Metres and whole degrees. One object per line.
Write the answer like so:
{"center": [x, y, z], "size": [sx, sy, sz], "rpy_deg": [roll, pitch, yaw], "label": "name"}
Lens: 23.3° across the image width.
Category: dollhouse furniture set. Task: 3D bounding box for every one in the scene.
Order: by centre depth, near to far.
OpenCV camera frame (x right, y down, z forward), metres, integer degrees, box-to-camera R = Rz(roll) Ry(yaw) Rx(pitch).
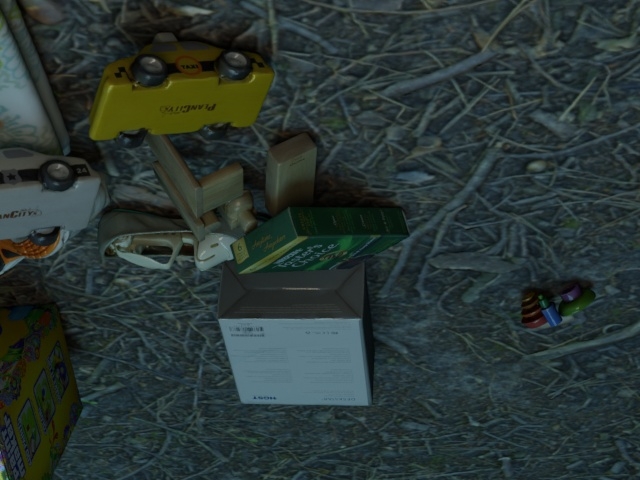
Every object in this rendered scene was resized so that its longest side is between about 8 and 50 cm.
{"center": [-0.101, -0.092, 1.724], "size": [0.151, 0.123, 0.144], "rpy_deg": [-26, 153, -18], "label": "dollhouse furniture set"}

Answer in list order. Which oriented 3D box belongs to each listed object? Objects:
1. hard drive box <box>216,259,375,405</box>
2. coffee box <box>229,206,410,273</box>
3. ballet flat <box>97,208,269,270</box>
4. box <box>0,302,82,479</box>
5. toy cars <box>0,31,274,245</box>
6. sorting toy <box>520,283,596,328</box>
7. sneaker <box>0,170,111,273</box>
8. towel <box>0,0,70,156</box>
{"center": [-0.027, 0.122, 1.991], "size": [0.181, 0.089, 0.232], "rpy_deg": [1, 147, 5], "label": "hard drive box"}
{"center": [0.000, 0.000, 1.778], "size": [0.184, 0.040, 0.113], "rpy_deg": [0, 158, -45], "label": "coffee box"}
{"center": [-0.159, 0.006, 1.843], "size": [0.213, 0.068, 0.072], "rpy_deg": [3, 147, 0], "label": "ballet flat"}
{"center": [-0.491, 0.230, 1.987], "size": [0.290, 0.279, 0.177], "rpy_deg": [-4, 117, 9], "label": "box"}
{"center": [-0.238, -0.106, 1.571], "size": [0.394, 0.087, 0.176], "rpy_deg": [-31, 149, 4], "label": "toy cars"}
{"center": [0.288, 0.075, 1.932], "size": [0.102, 0.061, 0.042], "rpy_deg": [-26, 103, 27], "label": "sorting toy"}
{"center": [-0.332, -0.026, 1.791], "size": [0.262, 0.121, 0.099], "rpy_deg": [-5, 109, 49], "label": "sneaker"}
{"center": [-0.445, -0.180, 1.571], "size": [0.321, 0.090, 0.374], "rpy_deg": [-3, 147, 6], "label": "towel"}
